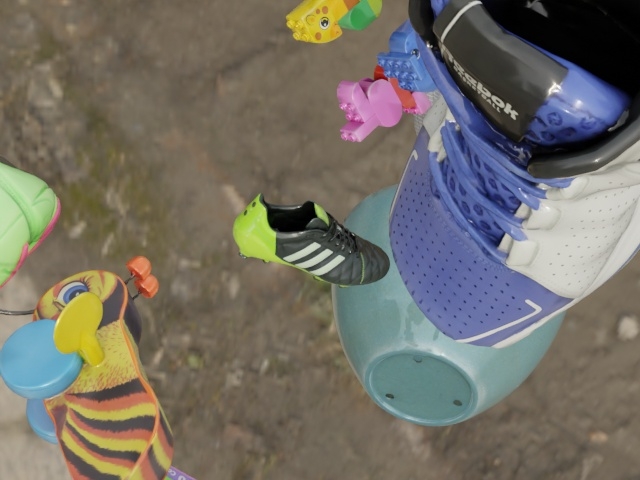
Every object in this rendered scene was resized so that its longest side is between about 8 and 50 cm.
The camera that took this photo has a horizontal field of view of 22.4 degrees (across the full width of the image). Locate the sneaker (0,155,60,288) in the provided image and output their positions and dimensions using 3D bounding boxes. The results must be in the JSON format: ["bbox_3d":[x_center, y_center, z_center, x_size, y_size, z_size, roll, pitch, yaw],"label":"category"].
[{"bbox_3d":[-0.451,0.009,1.658,0.202,0.483,0.185,48,41,-11],"label":"sneaker"}]

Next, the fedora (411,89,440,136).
[{"bbox_3d":[0.201,-0.138,1.452,0.244,0.124,0.275,39,81,-3],"label":"fedora"}]

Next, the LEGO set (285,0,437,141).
[{"bbox_3d":[0.013,-0.152,1.101,0.093,0.227,0.087,-44,30,-22],"label":"LEGO set"}]

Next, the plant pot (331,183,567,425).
[{"bbox_3d":[0.136,0.100,1.892,0.290,0.290,0.195,18,47,2],"label":"plant pot"}]

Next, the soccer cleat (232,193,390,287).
[{"bbox_3d":[0.000,0.000,1.599,0.179,0.072,0.060,14,42,-28],"label":"soccer cleat"}]

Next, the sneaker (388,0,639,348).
[{"bbox_3d":[0.090,-0.066,0.646,0.182,0.315,0.127,-20,68,-41],"label":"sneaker"}]

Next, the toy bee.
[{"bbox_3d":[-0.194,0.084,1.357,0.162,0.195,0.298,-33,74,-12],"label":"toy bee"}]

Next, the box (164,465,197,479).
[{"bbox_3d":[-0.136,0.347,1.439,0.213,0.243,0.117,29,27,-5],"label":"box"}]
